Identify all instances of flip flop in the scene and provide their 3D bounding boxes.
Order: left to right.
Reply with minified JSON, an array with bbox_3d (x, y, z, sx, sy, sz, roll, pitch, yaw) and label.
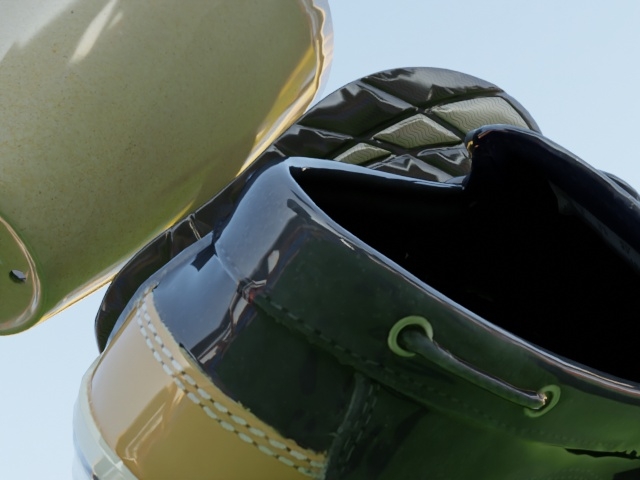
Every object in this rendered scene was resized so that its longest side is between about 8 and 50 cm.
[{"bbox_3d":[0.000,0.000,0.803,0.277,0.112,0.080,-36,-18,-5],"label":"flip flop"}]

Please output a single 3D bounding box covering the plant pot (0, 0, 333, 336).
[{"bbox_3d":[-0.161,-0.078,0.885,0.256,0.274,0.256,15,-45,16],"label":"plant pot"}]

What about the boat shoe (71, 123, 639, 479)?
[{"bbox_3d":[0.108,0.039,0.646,0.500,0.187,0.156,-1,-55,-51],"label":"boat shoe"}]
